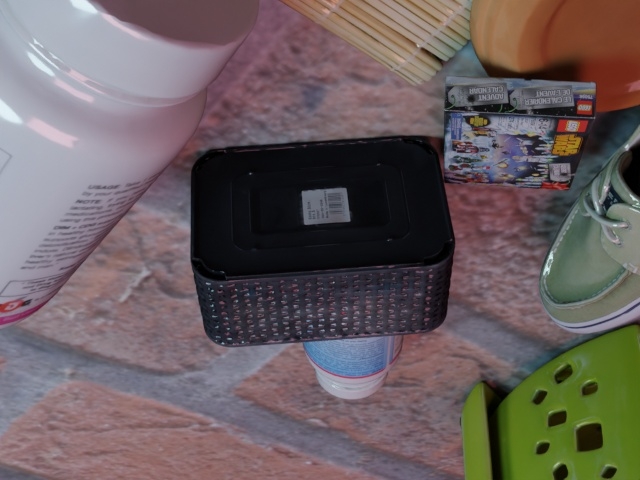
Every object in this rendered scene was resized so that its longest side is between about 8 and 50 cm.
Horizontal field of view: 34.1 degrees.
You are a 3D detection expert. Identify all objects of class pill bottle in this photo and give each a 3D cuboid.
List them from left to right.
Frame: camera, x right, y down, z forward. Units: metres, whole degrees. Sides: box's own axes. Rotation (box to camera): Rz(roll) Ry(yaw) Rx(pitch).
[{"bbox_3d":[-0.166,-0.076,0.608,0.160,0.160,0.283,22,137,-29],"label":"pill bottle"},{"bbox_3d":[0.027,0.063,0.866,0.087,0.087,0.160,-3,141,-3],"label":"pill bottle"}]

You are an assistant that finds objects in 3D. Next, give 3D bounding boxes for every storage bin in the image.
[{"bbox_3d":[0.000,0.000,0.758,0.180,0.122,0.084,-5,141,-1],"label":"storage bin"}]

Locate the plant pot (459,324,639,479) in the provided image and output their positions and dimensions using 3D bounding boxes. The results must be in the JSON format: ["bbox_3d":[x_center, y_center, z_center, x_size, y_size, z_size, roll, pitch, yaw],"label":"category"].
[{"bbox_3d":[0.265,0.246,1.017,0.207,0.227,0.228,-19,140,25],"label":"plant pot"}]

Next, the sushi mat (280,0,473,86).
[{"bbox_3d":[-0.003,-0.200,0.597,0.317,0.019,0.151,25,131,-32],"label":"sushi mat"}]

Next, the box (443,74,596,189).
[{"bbox_3d":[0.131,-0.070,0.711,0.094,0.027,0.137,3,164,8],"label":"box"}]

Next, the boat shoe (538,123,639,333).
[{"bbox_3d":[0.236,-0.038,0.738,0.094,0.109,0.302,0,141,-32],"label":"boat shoe"}]

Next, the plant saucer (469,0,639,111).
[{"bbox_3d":[0.194,-0.145,0.652,0.200,0.037,0.200,-8,147,-5],"label":"plant saucer"}]
